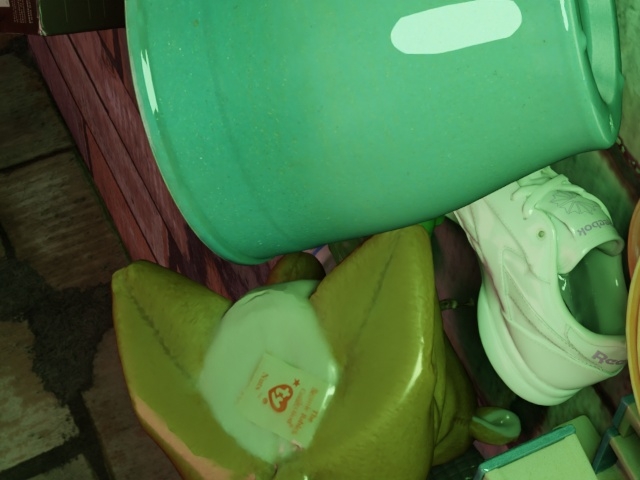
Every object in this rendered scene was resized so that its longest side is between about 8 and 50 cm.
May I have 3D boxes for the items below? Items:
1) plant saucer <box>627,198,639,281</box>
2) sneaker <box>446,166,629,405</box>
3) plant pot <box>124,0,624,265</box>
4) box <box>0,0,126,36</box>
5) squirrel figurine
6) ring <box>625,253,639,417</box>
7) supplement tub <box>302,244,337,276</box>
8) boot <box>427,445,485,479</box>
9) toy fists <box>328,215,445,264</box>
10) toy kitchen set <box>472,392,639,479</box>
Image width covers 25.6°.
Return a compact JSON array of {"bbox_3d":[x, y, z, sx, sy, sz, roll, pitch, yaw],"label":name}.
[{"bbox_3d":[0.269,0.049,0.905,0.200,0.037,0.200,160,90,-75],"label":"plant saucer"},{"bbox_3d":[0.161,-0.031,1.084,0.152,0.114,0.305,-34,79,57],"label":"sneaker"},{"bbox_3d":[0.052,-0.132,0.899,0.271,0.255,0.271,-7,-90,-69],"label":"plant pot"},{"bbox_3d":[-0.229,-0.302,1.445,0.167,0.203,0.168,15,113,59],"label":"box"},{"bbox_3d":[0.041,0.192,1.258,0.370,0.281,0.397,29,-133,-65],"label":"squirrel figurine"},{"bbox_3d":[0.302,0.107,0.778,0.336,0.032,0.336,39,142,39],"label":"ring"},{"bbox_3d":[0.000,0.000,1.665,0.107,0.071,0.071,55,159,41],"label":"supplement tub"},{"bbox_3d":[0.172,0.341,1.527,0.161,0.083,0.246,79,163,-51],"label":"boot"},{"bbox_3d":[0.059,-0.031,1.396,0.279,0.096,0.142,101,154,-65],"label":"toy fists"},{"bbox_3d":[0.185,0.193,1.125,0.122,0.166,0.207,59,161,30],"label":"toy kitchen set"}]
